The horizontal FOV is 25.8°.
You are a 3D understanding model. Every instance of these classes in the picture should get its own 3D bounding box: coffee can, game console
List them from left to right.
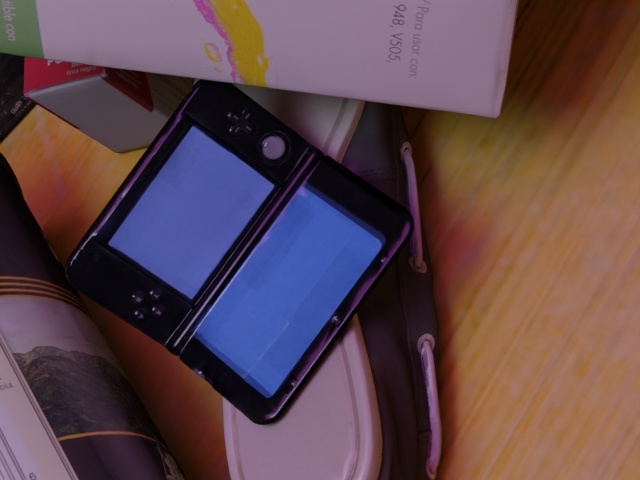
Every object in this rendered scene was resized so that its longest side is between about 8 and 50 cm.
[{"bbox_3d":[-0.194,0.103,0.713,0.201,0.201,0.275,-40,61,9],"label":"coffee can"},{"bbox_3d":[-0.039,0.003,0.649,0.122,0.107,0.071,-54,26,-1],"label":"game console"}]

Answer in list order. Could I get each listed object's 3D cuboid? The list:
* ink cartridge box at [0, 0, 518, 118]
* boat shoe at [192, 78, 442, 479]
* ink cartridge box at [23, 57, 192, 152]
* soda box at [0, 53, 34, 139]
[{"bbox_3d":[-0.004,-0.173,0.672,0.354,0.119,0.207,8,44,4],"label":"ink cartridge box"},{"bbox_3d":[0.000,0.000,0.729,0.112,0.095,0.335,-16,62,24],"label":"boat shoe"},{"bbox_3d":[-0.121,-0.133,0.814,0.056,0.099,0.135,-11,70,23],"label":"ink cartridge box"},{"bbox_3d":[-0.238,-0.078,0.875,0.169,0.060,0.053,-46,59,6],"label":"soda box"}]
